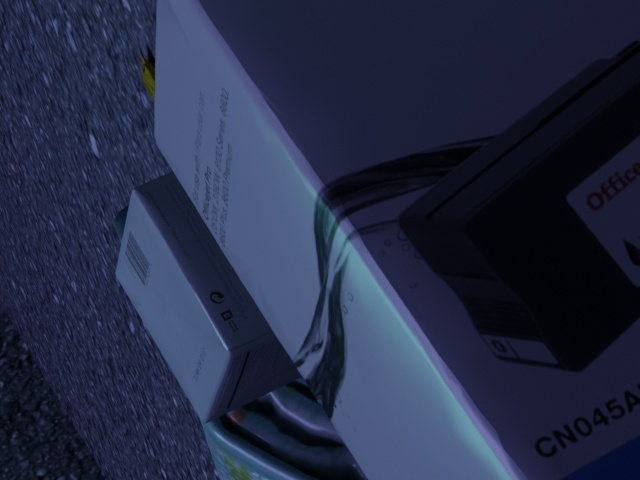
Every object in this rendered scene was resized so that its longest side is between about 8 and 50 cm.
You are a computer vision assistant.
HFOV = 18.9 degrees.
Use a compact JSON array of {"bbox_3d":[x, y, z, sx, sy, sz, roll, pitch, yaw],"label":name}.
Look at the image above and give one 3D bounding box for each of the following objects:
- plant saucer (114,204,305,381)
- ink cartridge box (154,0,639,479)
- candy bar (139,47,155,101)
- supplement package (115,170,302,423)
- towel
[{"bbox_3d":[-0.014,0.044,1.522,0.318,0.043,0.317,31,-170,-6],"label":"plant saucer"},{"bbox_3d":[0.137,0.000,0.875,0.395,0.285,0.166,56,160,23],"label":"ink cartridge box"},{"bbox_3d":[-0.149,-0.127,1.985,0.161,0.018,0.040,57,165,20],"label":"candy bar"},{"bbox_3d":[0.000,0.000,1.334,0.134,0.244,0.139,58,157,17],"label":"supplement package"},{"bbox_3d":[0.076,0.263,1.519,0.374,0.090,0.320,29,153,20],"label":"towel"}]
